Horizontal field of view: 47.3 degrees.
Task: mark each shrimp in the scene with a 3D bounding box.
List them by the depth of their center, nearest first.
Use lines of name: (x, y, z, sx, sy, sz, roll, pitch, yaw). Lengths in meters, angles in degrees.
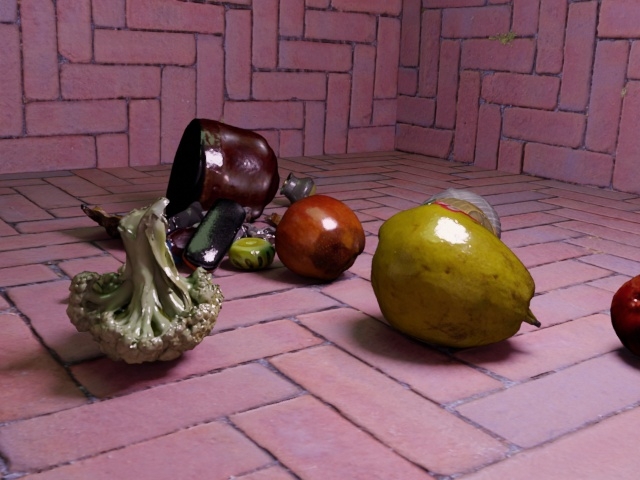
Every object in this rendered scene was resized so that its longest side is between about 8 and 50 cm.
shrimp: (-0.120, -0.064, 2.433, 0.091, 0.043, 0.184, -16, 23, -42)

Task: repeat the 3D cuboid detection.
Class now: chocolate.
chocolate: (-0.312, -0.205, 2.459, 0.331, 0.383, 0.384, 14, 8, -26)

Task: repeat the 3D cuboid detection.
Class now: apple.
apple: (0.000, 0.000, 1.879, 0.230, 0.230, 0.230, 2, 14, 0)

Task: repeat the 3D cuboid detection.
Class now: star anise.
star anise: (-0.252, -0.033, 2.164, 0.212, 0.129, 0.283, 7, 15, -45)

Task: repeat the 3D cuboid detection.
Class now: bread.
bread: (-0.187, 0.037, 1.967, 0.130, 0.071, 0.139, -5, 17, -15)

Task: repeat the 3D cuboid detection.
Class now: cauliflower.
cauliflower: (-0.332, 0.093, 1.342, 0.260, 0.281, 0.327, -28, 15, -4)

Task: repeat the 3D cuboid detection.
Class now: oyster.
oyster: (-0.558, -0.041, 2.190, 0.221, 0.096, 0.361, -5, 15, -43)

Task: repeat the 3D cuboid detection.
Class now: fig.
fig: (0.705, 0.164, 1.428, 0.249, 0.204, 0.186, 32, 43, -17)

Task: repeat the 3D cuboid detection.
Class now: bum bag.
bum bag: (-0.399, -0.055, 2.205, 0.049, 0.087, 0.198, -4, 21, 29)

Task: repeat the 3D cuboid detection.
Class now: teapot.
teapot: (-0.091, -0.184, 2.752, 0.119, 0.130, 0.166, 29, -23, -10)

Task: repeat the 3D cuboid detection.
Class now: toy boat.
toy boat: (-0.386, 0.018, 2.006, 0.097, 0.100, 0.223, -31, -4, 21)

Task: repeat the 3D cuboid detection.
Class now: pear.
pear: (0.272, 0.085, 1.476, 0.375, 0.287, 0.287, 26, 20, 13)

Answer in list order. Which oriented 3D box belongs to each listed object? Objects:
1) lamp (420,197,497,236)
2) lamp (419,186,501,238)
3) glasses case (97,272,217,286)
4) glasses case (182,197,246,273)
lamp: (0.295, 0.032, 1.783, 0.250, 0.250, 0.284, -13, -19, -45)
lamp: (0.373, -0.034, 2.002, 0.265, 0.233, 0.233, -5, 15, -11)
glasses case: (-0.374, 0.120, 1.635, 0.272, 0.062, 0.095, 5, 14, 11)
glasses case: (-0.284, -0.017, 1.976, 0.103, 0.067, 0.266, 30, 44, -4)
